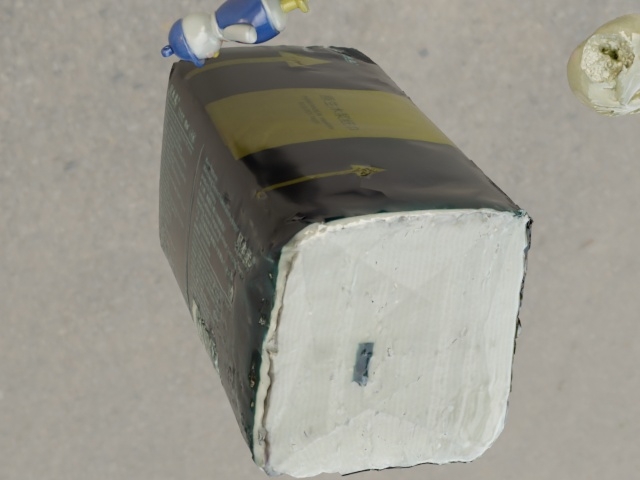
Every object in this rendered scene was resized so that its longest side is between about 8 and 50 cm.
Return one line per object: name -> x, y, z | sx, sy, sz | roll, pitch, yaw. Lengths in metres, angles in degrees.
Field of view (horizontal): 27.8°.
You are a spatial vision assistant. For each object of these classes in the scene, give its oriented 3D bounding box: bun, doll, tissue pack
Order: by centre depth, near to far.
doll -> -0.079, -0.194, 1.153 | 0.143, 0.098, 0.057 | -21, 123, 11
tissue pack -> 0.000, 0.000, 1.235 | 0.253, 0.416, 0.264 | -4, 119, -20
bun -> 0.510, -0.286, 2.170 | 0.178, 0.128, 0.193 | -45, 151, 24
